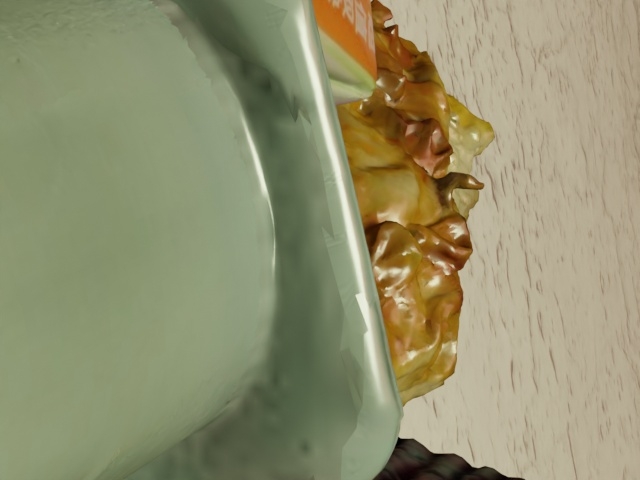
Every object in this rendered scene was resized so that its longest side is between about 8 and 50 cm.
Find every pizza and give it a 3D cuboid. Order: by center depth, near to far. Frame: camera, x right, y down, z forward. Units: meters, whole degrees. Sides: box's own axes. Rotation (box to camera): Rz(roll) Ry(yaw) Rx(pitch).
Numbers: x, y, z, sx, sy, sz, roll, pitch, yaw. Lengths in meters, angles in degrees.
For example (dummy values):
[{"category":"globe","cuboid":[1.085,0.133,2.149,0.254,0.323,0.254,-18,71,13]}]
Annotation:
[{"category":"pizza","cuboid":[0.000,-0.042,0.805,0.182,0.074,0.365,25,37,-16]}]

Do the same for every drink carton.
[{"category":"drink carton","cuboid":[-0.115,0.009,0.450,0.189,0.185,0.191,-26,107,-58]}]

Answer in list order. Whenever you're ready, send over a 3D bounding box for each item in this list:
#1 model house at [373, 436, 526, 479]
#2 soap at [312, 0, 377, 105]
[{"category":"model house","cuboid":[0.047,0.190,0.670,0.280,0.249,0.230,-20,101,-70]},{"category":"soap","cuboid":[-0.074,-0.153,0.659,0.182,0.138,0.199,36,47,-65]}]
